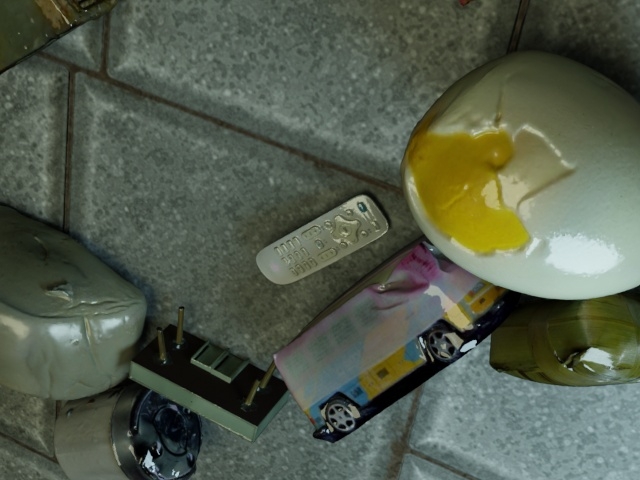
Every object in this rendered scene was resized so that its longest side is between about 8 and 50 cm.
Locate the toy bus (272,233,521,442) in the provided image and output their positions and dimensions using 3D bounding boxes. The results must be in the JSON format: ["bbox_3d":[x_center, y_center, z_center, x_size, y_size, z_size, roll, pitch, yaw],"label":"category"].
[{"bbox_3d":[0.100,0.125,1.647,0.162,0.171,0.386,49,128,0],"label":"toy bus"}]

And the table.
[{"bbox_3d":[-0.175,0.206,1.872,0.240,0.121,0.111,25,126,14],"label":"table"}]

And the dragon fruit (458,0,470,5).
[{"bbox_3d":[0.185,-0.360,1.346,0.161,0.126,0.274,49,129,-4],"label":"dragon fruit"}]

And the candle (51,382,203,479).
[{"bbox_3d":[-0.370,0.349,2.025,0.330,0.187,0.187,-13,110,35],"label":"candle"}]

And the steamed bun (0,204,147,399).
[{"bbox_3d":[-0.501,0.126,1.932,0.383,0.236,0.247,30,129,11],"label":"steamed bun"}]

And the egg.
[{"bbox_3d":[0.273,-0.069,1.368,0.345,0.283,0.283,30,128,2],"label":"egg"}]

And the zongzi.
[{"bbox_3d":[0.405,0.142,1.553,0.289,0.123,0.260,8,166,-22],"label":"zongzi"}]

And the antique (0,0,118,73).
[{"bbox_3d":[-0.449,-0.329,1.713,0.284,0.125,0.150,-29,99,37],"label":"antique"}]

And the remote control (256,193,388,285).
[{"bbox_3d":[0.000,0.000,1.710,0.229,0.044,0.073,-29,104,29],"label":"remote control"}]
